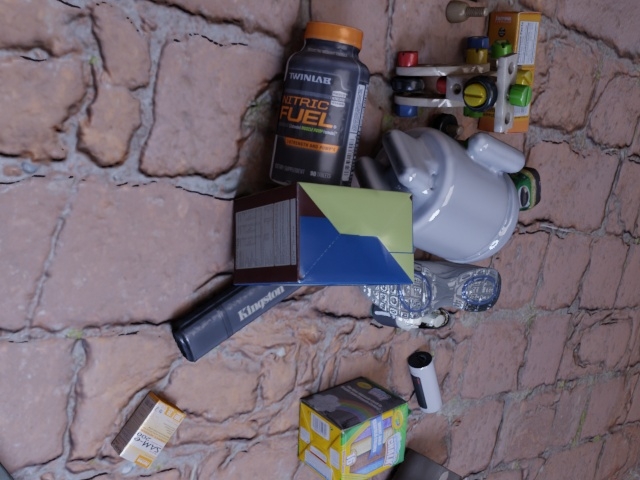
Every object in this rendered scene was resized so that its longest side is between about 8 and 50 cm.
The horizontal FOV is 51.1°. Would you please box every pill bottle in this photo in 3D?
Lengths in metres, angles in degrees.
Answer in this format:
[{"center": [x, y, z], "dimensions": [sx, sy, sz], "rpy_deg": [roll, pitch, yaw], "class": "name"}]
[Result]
[{"center": [0.002, -0.202, 1.021], "dimensions": [0.130, 0.130, 0.246], "rpy_deg": [0, 103, -41], "class": "pill bottle"}]

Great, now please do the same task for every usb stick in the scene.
[{"center": [-0.114, 0.094, 1.078], "dimensions": [0.278, 0.045, 0.077], "rpy_deg": [-34, 123, -28], "class": "usb stick"}]

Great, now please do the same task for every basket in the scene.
[{"center": [0.202, 0.586, 1.453], "dimensions": [0.204, 0.154, 0.227], "rpy_deg": [40, 74, -42], "class": "basket"}]

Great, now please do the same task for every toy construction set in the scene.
[{"center": [0.296, -0.313, 1.163], "dimensions": [0.257, 0.237, 0.309], "rpy_deg": [10, 97, -42], "class": "toy construction set"}]

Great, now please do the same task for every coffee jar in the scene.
[{"center": [0.393, -0.093, 1.428], "dimensions": [0.184, 0.079, 0.096], "rpy_deg": [-23, 115, -32], "class": "coffee jar"}]

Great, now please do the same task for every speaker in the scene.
[{"center": [0.225, 0.303, 1.436], "dimensions": [0.055, 0.055, 0.136], "rpy_deg": [-34, 125, -27], "class": "speaker"}]

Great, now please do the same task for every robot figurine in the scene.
[{"center": [0.220, -0.075, 1.199], "dimensions": [0.353, 0.200, 0.300], "rpy_deg": [20, 133, -41], "class": "robot figurine"}]

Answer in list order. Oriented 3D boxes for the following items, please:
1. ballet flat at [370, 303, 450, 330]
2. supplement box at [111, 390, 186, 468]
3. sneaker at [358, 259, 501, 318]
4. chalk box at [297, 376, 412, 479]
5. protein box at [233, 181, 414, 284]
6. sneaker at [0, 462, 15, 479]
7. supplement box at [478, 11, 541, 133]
[{"center": [0.191, 0.149, 1.344], "dimensions": [0.203, 0.074, 0.074], "rpy_deg": [12, 96, -42], "class": "ballet flat"}, {"center": [-0.262, 0.290, 1.023], "dimensions": [0.098, 0.036, 0.062], "rpy_deg": [-55, 131, -12], "class": "supplement box"}, {"center": [0.201, 0.086, 1.308], "dimensions": [0.296, 0.129, 0.111], "rpy_deg": [6, 99, -22], "class": "sneaker"}, {"center": [0.079, 0.355, 1.275], "dimensions": [0.213, 0.132, 0.132], "rpy_deg": [-10, 110, -37], "class": "chalk box"}, {"center": [0.000, 0.000, 1.000], "dimensions": [0.199, 0.201, 0.136], "rpy_deg": [3, 85, -32], "class": "protein box"}, {"center": [-0.459, 0.309, 0.826], "dimensions": [0.130, 0.087, 0.228], "rpy_deg": [-39, 132, -33], "class": "sneaker"}, {"center": [0.376, -0.334, 1.334], "dimensions": [0.080, 0.078, 0.234], "rpy_deg": [-9, 110, -35], "class": "supplement box"}]
